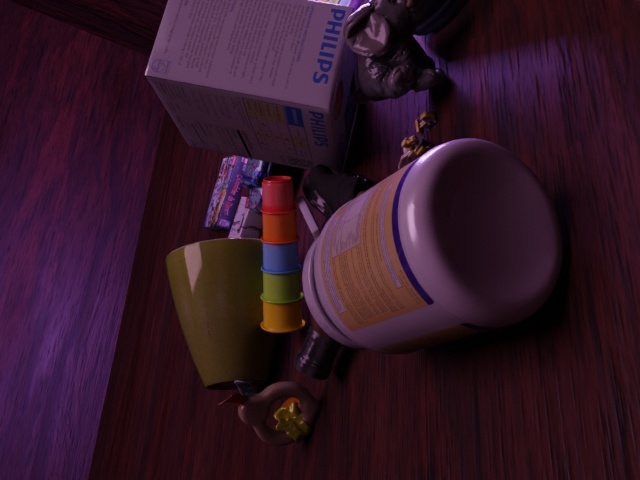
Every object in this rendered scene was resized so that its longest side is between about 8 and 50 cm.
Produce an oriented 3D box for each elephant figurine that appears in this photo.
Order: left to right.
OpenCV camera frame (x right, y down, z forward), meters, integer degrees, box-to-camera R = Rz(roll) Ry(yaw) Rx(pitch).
[{"bbox_3d":[0.127,-0.383,1.453,0.169,0.186,0.239,-131,23,-75],"label":"elephant figurine"}]

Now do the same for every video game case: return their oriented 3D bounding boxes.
[{"bbox_3d":[0.000,0.000,1.609,0.019,0.143,0.157,-26,31,0],"label":"video game case"}]

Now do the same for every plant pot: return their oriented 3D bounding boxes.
[{"bbox_3d":[-0.200,0.176,1.793,0.275,0.274,0.294,-34,57,56],"label":"plant pot"}]

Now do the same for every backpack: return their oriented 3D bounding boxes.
[{"bbox_3d":[-0.136,-0.141,2.040,0.173,0.116,0.158,-72,21,7],"label":"backpack"}]

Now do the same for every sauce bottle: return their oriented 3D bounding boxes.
[{"bbox_3d":[0.050,0.086,1.439,0.344,0.111,0.111,-68,22,11],"label":"sauce bottle"}]

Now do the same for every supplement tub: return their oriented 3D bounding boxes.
[{"bbox_3d":[0.137,0.026,1.109,0.331,0.241,0.241,-30,46,58],"label":"supplement tub"}]

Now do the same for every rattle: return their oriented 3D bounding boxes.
[{"bbox_3d":[-0.110,0.296,1.520,0.130,0.199,0.143,-62,24,22],"label":"rattle"}]

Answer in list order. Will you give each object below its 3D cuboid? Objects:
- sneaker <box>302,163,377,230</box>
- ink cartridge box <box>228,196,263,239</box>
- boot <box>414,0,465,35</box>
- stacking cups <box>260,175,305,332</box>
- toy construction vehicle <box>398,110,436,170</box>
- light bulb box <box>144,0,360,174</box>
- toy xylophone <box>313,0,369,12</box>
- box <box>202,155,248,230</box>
[{"bbox_3d":[0.054,-0.084,1.599,0.130,0.109,0.286,-52,34,18],"label":"sneaker"},{"bbox_3d":[-0.196,-0.045,2.178,0.099,0.056,0.135,12,83,67],"label":"ink cartridge box"},{"bbox_3d":[0.092,-0.574,1.411,0.367,0.445,0.146,-40,38,52],"label":"boot"},{"bbox_3d":[-0.088,0.027,1.657,0.096,0.096,0.316,-151,55,-67],"label":"stacking cups"},{"bbox_3d":[0.171,-0.180,1.459,0.098,0.035,0.086,-47,32,45],"label":"toy construction vehicle"},{"bbox_3d":[-0.116,-0.321,1.653,0.358,0.361,0.225,73,-151,-74],"label":"light bulb box"},{"bbox_3d":[0.049,-0.642,1.984,0.322,0.081,0.236,36,105,53],"label":"toy xylophone"},{"bbox_3d":[-0.292,-0.146,2.496,0.159,0.044,0.233,-2,71,67],"label":"box"}]
